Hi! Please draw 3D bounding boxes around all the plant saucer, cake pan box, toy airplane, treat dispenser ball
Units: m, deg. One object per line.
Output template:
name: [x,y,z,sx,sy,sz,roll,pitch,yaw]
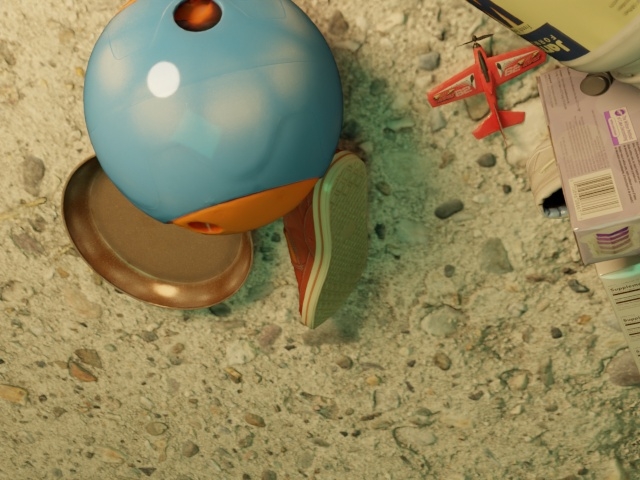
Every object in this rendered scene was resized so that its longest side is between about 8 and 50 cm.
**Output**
plant saucer: [-0.250,-0.020,1.030,0.310,0.050,0.311,6,128,8]
cake pan box: [0.369,-0.110,0.676,0.245,0.267,0.070,-16,135,22]
toy airplane: [0.211,-0.183,0.808,0.151,0.028,0.151,-1,120,-2]
treat dispenser ball: [-0.117,-0.149,0.746,0.288,0.288,0.288,6,128,8]

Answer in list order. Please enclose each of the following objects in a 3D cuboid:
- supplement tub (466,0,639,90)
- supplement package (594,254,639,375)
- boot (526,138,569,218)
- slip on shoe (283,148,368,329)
supplement tub: [0.228,-0.300,0.584,0.324,0.235,0.235,29,128,-9]
supplement package: [0.435,0.036,0.819,0.149,0.194,0.203,-20,119,25]
boot: [0.376,-0.097,0.776,0.258,0.123,0.095,-23,119,27]
slip on shoe: [0.000,0.000,0.962,0.101,0.123,0.331,32,141,30]
